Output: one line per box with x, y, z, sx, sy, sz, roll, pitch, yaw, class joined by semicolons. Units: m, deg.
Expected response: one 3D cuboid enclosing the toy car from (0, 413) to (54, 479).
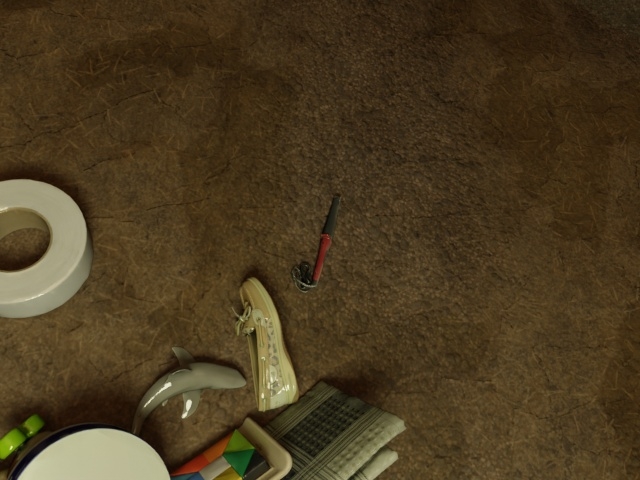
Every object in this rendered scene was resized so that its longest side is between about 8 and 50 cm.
-0.548;0.444;1.061;0.188;0.149;0.155;-43;92;-1;toy car

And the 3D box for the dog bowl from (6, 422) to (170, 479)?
-0.385;0.442;0.973;0.264;0.104;0.265;7;75;-28;dog bowl

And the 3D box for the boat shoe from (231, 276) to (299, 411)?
-0.128;0.214;1.249;0.089;0.105;0.285;-14;69;-20;boat shoe

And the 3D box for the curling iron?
0.000;0.000;1.414;0.068;0.035;0.274;24;63;0;curling iron

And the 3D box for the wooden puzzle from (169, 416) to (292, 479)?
-0.190;0.433;1.079;0.238;0.221;0.044;-35;110;-22;wooden puzzle

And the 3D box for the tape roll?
-0.635;0.016;1.240;0.286;0.100;0.286;5;65;-10;tape roll

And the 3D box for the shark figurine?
-0.302;0.305;1.168;0.278;0.116;0.166;-38;76;-26;shark figurine

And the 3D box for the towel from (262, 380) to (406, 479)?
-0.028;0.406;1.093;0.324;0.312;0.056;-36;107;-23;towel
